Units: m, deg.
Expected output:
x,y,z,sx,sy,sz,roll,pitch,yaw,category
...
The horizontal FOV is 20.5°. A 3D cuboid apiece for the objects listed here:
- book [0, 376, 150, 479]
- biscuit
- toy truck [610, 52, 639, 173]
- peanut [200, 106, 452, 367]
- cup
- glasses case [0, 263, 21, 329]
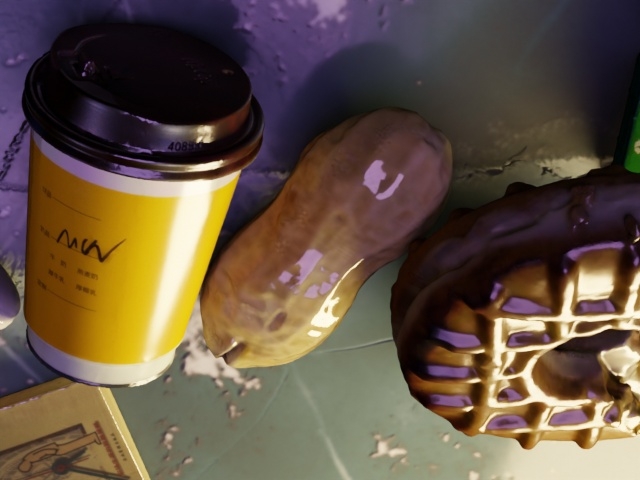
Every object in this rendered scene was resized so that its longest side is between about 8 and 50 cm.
x,y,z,sx,sy,sz,roll,pitch,yaw,category
-0.283,0.218,1.625,0.230,0.026,0.161,-19,115,4,book
0.193,0.063,1.466,0.268,0.115,0.366,-1,148,-5,biscuit
0.320,-0.102,1.491,0.124,0.114,0.253,9,114,3,toy truck
0.000,0.000,1.498,0.130,0.130,0.290,35,114,-19,peanut
-0.158,-0.027,1.444,0.196,0.196,0.280,8,121,-9,cup
-0.331,0.001,1.492,0.049,0.076,0.197,-41,111,12,glasses case
